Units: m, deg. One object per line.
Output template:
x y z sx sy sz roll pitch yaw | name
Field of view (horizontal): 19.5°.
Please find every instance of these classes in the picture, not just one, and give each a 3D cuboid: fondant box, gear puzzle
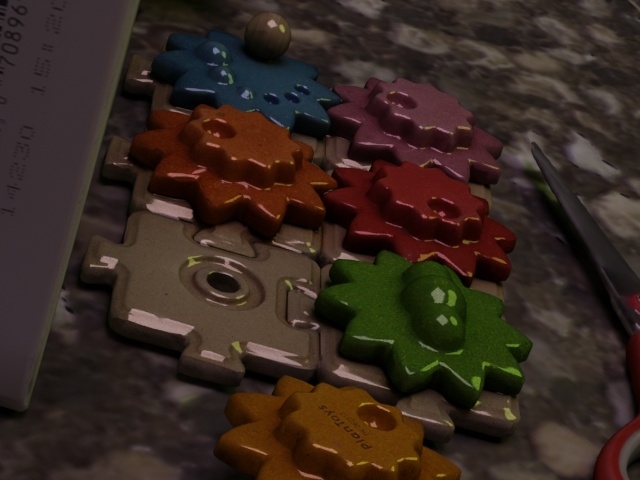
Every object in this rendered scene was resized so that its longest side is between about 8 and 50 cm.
-0.103 -0.133 0.682 0.096 0.238 0.330 15 30 -7 | fondant box
0.000 0.000 0.722 0.175 0.044 0.339 16 30 -9 | gear puzzle

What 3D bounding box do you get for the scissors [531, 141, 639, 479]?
0.148 0.045 0.772 0.109 0.021 0.297 13 29 -9 | scissors
